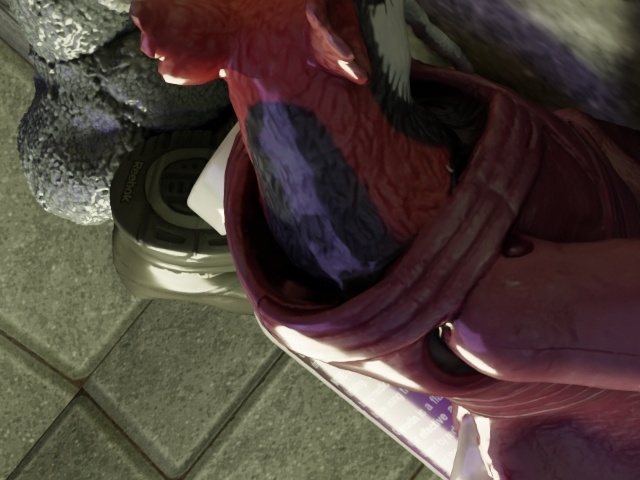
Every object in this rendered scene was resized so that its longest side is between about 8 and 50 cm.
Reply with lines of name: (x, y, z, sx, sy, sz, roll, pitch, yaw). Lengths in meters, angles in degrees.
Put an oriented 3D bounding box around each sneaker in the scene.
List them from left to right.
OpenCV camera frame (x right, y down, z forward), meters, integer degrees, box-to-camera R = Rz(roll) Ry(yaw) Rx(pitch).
sneaker: (0.000, 0.000, 0.852, 0.286, 0.109, 0.130, 8, 150, -14)

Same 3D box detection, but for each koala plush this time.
koala plush: (-0.141, -0.144, 0.855, 0.196, 0.203, 0.221, 25, 150, 39)

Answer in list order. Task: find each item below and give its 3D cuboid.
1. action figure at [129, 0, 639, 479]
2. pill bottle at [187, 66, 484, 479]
action figure: (0.054, 0.010, 0.445, 0.370, 0.276, 0.248, 25, -167, -49)
pill bottle: (0.093, 0.034, 0.693, 0.323, 0.181, 0.181, 39, 174, 1)
